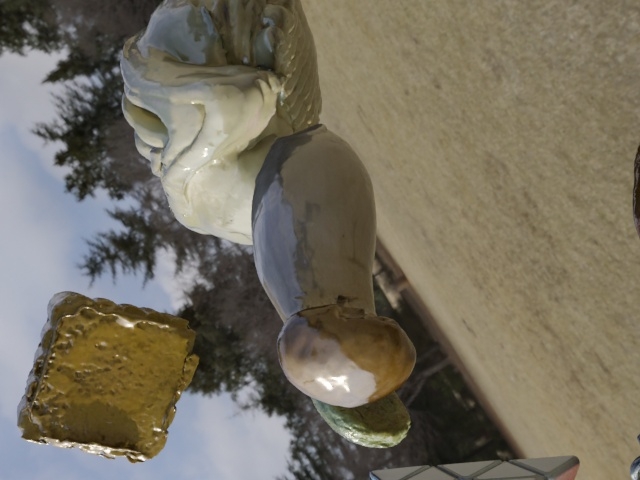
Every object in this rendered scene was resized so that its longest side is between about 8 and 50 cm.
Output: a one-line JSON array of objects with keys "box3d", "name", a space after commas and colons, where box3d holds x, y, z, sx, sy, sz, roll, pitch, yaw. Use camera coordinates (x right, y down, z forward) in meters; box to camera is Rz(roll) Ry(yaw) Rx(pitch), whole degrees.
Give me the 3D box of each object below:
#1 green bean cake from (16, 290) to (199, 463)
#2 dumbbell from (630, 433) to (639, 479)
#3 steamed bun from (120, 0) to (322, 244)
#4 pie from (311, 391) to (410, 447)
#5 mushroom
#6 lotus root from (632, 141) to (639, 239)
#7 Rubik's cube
[{"box3d": [-0.319, 0.202, 1.008, 0.224, 0.230, 0.131, 19, 175, -27], "name": "green bean cake"}, {"box3d": [0.501, 0.374, 0.964, 0.082, 0.081, 0.254, 59, -160, -22], "name": "dumbbell"}, {"box3d": [-0.135, -0.173, 0.898, 0.352, 0.247, 0.339, 78, -164, -47], "name": "steamed bun"}, {"box3d": [0.091, 0.347, 1.504, 0.277, 0.078, 0.277, 26, -154, -14], "name": "pie"}, {"box3d": [0.000, 0.000, 0.621, 0.128, 0.128, 0.350, 58, -168, -38], "name": "mushroom"}, {"box3d": [0.434, 0.007, 0.553, 0.390, 0.375, 0.111, 37, 163, -6], "name": "lotus root"}, {"box3d": [0.205, 0.394, 0.900, 0.228, 0.229, 0.233, 29, -148, -9], "name": "Rubik's cube"}]
